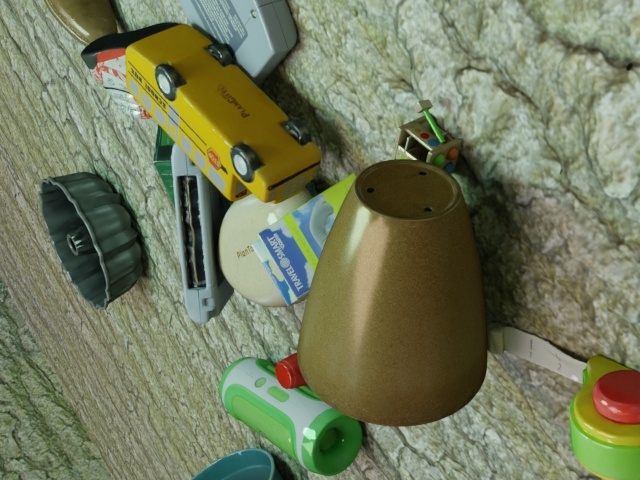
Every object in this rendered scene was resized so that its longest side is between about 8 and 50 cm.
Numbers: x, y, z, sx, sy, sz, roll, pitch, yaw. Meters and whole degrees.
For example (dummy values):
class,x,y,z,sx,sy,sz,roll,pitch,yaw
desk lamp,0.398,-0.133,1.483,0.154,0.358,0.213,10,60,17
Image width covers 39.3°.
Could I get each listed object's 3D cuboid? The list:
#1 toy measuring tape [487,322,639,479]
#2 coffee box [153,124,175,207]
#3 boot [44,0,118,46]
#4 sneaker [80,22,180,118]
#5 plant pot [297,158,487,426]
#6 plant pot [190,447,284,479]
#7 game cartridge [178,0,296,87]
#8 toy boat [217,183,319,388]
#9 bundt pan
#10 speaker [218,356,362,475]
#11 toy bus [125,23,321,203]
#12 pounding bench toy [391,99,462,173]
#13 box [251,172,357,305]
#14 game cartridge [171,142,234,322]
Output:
class,x,y,z,sx,sy,sz,roll,pitch,yaw
toy measuring tape,0.279,0.178,0.978,0.330,0.121,0.121,24,132,48
coffee box,-0.235,-0.129,1.509,0.184,0.040,0.113,79,-169,-61
boot,-0.440,-0.491,1.609,0.115,0.112,0.305,-27,87,50
sneaker,-0.288,-0.287,1.547,0.270,0.090,0.145,5,138,41
plant pot,0.090,0.041,1.043,0.237,0.237,0.254,37,141,38
plant pot,-0.147,0.619,1.853,0.271,0.271,0.255,-1,126,58
game cartridge,-0.142,-0.369,1.279,0.198,0.062,0.297,-32,85,56
toy boat,-0.038,0.065,1.383,0.267,0.148,0.318,-16,91,55
bundt pan,-0.517,-0.012,2.066,0.331,0.124,0.331,38,141,39
speaker,-0.060,0.306,1.593,0.296,0.131,0.131,21,129,50
toy bus,-0.145,-0.173,1.276,0.333,0.108,0.130,46,147,22
pounding bench toy,0.129,-0.115,1.047,0.065,0.052,0.083,44,144,30
box,0.000,0.000,1.226,0.109,0.178,0.042,59,-174,9
game cartridge,-0.188,-0.033,1.476,0.196,0.060,0.294,-55,-37,-74
